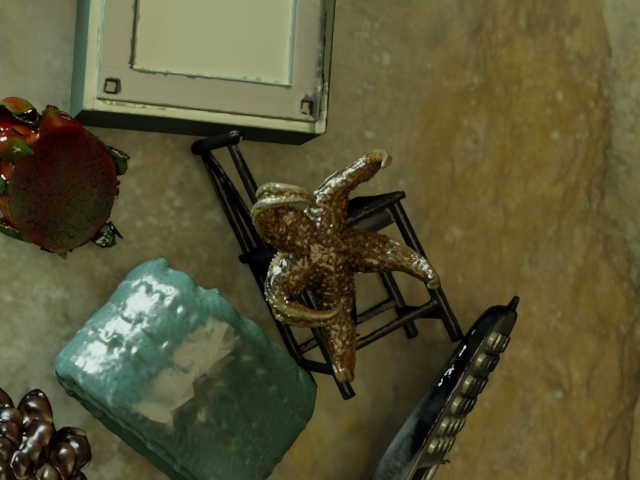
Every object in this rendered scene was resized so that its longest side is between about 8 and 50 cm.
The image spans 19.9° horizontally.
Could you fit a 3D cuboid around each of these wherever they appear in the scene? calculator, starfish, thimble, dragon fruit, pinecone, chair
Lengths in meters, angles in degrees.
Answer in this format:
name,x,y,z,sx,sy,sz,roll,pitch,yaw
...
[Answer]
name,x,y,z,sx,sy,sz,roll,pitch,yaw
calculator,0.111,0.166,1.665,0.040,0.177,0.268,34,91,12
starfish,0.022,0.023,1.555,0.146,0.074,0.190,-11,94,-15
thimble,-0.114,0.131,1.607,0.143,0.198,0.235,-50,131,-13
dragon fruit,-0.251,-0.072,1.627,0.175,0.142,0.138,41,48,21
pinecone,-0.288,0.246,1.553,0.221,0.221,0.221,1,86,-14
chair,0.000,0.000,1.666,0.141,0.154,0.260,-26,96,-15

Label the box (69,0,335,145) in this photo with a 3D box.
name,x,y,z,sx,sy,sz,roll,pitch,yaw
box,-0.104,-0.212,1.665,0.225,0.117,0.225,4,86,-14
